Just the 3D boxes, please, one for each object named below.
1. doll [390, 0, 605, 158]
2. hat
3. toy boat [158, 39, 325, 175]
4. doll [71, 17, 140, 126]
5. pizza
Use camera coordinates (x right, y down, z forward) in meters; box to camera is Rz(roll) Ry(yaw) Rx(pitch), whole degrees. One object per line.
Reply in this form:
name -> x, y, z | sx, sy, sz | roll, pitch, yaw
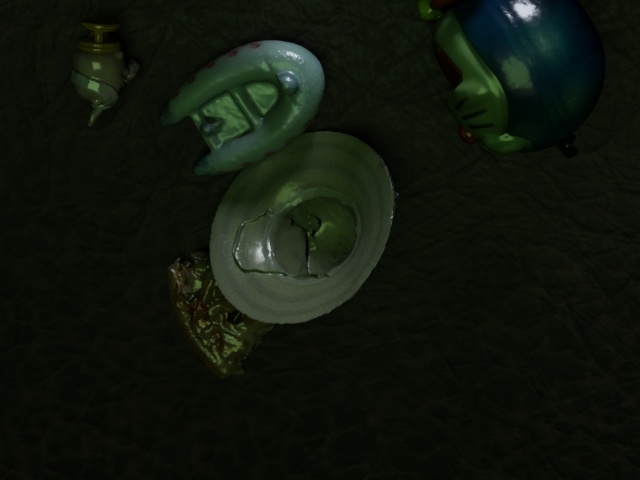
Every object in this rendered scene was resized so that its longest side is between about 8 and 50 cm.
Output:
doll -> 0.192, -0.228, 1.398 | 0.186, 0.198, 0.322 | -32, 96, 3
hat -> 0.000, 0.000, 1.540 | 0.252, 0.252, 0.110 | -27, 148, 15
toy boat -> -0.090, -0.157, 1.513 | 0.208, 0.079, 0.134 | -26, 102, 16
doll -> -0.255, -0.198, 1.521 | 0.084, 0.073, 0.127 | -4, 112, -27
pizza -> -0.091, 0.083, 1.621 | 0.195, 0.052, 0.185 | -20, 111, 12
